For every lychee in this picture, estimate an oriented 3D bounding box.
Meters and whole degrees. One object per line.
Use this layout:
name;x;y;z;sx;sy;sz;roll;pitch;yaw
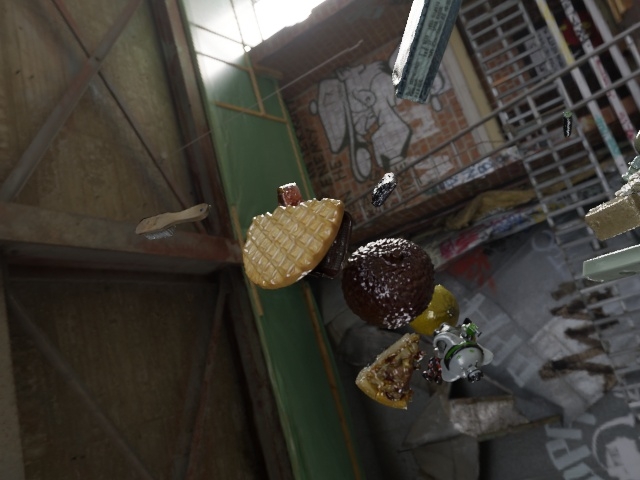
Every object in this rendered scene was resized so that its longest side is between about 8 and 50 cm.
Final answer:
lychee;0.189;0.119;1.307;0.260;0.260;0.261;47;-150;-38

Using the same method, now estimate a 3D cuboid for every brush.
brush;-0.451;-0.054;1.471;0.065;0.327;0.070;47;-135;-39

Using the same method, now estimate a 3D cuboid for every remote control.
remote control;0.261;-0.214;1.955;0.062;0.145;0.399;36;-166;0

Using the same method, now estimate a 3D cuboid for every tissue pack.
tissue pack;0.279;-0.548;1.247;0.228;0.103;0.316;-85;8;-57

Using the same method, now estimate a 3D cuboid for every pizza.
pizza;0.192;0.313;1.149;0.154;0.194;0.069;28;-176;-2

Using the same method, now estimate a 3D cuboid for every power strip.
power strip;0.932;0.058;1.394;0.091;0.385;0.062;14;-109;-11

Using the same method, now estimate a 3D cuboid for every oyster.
oyster;0.690;-0.134;0.962;0.165;0.108;0.053;153;103;-71

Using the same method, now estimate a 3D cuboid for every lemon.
lemon;0.417;0.262;1.767;0.192;0.231;0.192;5;-100;-31

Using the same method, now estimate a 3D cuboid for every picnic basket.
picnic basket;0.000;0.000;1.935;0.222;0.129;0.297;13;-93;-21

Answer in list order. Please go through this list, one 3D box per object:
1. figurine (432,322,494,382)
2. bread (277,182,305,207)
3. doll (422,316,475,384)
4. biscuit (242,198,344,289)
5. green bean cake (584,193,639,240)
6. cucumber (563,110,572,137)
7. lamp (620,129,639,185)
figurine;0.359;0.291;1.229;0.126;0.147;0.192;53;-177;-33
bread;-0.102;-0.124;1.688;0.160;0.073;0.161;167;90;-77
doll;0.440;0.372;1.579;0.088;0.249;0.127;37;-171;30
biscuit;-0.085;0.010;1.053;0.040;0.308;0.205;33;-117;-37
green bean cake;1.017;-0.084;1.619;0.085;0.179;0.109;-32;-94;-30
cucumber;0.902;-0.419;1.723;0.133;0.032;0.032;45;-150;-53
lamp;0.800;-0.207;1.167;0.090;0.163;0.091;12;-143;-9
